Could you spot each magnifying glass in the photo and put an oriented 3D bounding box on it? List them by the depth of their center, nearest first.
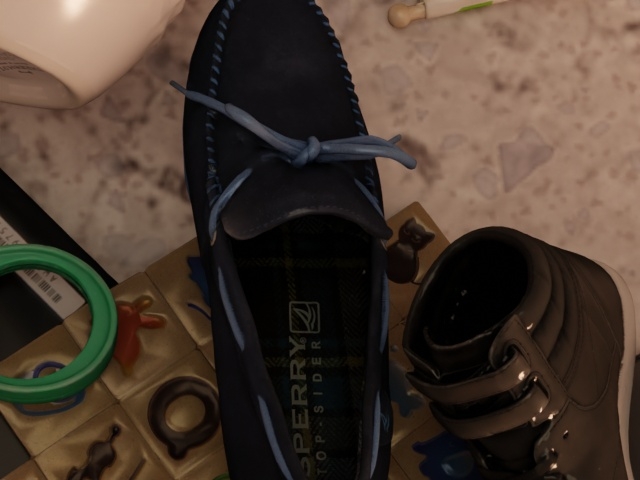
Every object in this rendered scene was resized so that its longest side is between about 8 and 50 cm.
[{"bbox_3d":[-0.227,0.028,0.803,0.231,0.026,0.092,15,62,3],"label":"magnifying glass"}]

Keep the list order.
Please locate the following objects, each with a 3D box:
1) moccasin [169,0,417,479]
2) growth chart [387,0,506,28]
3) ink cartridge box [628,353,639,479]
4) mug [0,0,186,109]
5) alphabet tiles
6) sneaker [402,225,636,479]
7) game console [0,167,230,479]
[{"bbox_3d":[0.000,0.000,0.804,0.138,0.117,0.341,-6,72,-15],"label":"moccasin"},{"bbox_3d":[0.110,-0.264,0.948,0.172,0.021,0.237,-8,78,-6],"label":"growth chart"},{"bbox_3d":[0.282,0.149,0.833,0.209,0.087,0.153,5,76,-2],"label":"ink cartridge box"},{"bbox_3d":[-0.205,-0.261,0.820,0.374,0.276,0.328,10,79,28],"label":"mug"},{"bbox_3d":[-0.022,0.131,0.823,0.343,0.011,0.285,-34,81,-21],"label":"alphabet tiles"},{"bbox_3d":[0.106,0.126,0.760,0.105,0.147,0.295,-19,58,36],"label":"sneaker"},{"bbox_3d":[-0.279,0.106,0.826,0.386,0.060,0.342,44,72,5],"label":"game console"}]
